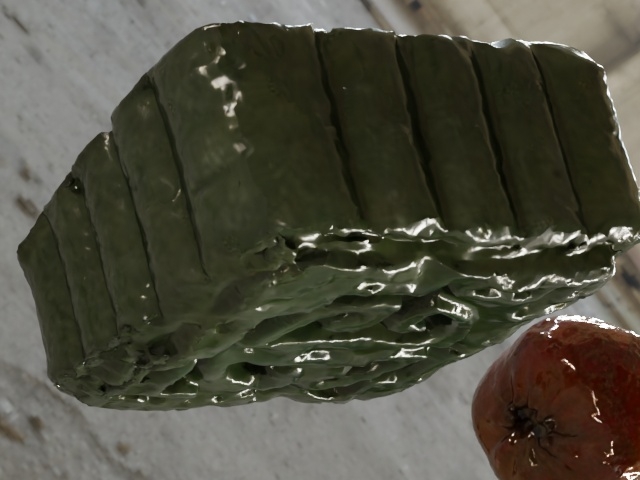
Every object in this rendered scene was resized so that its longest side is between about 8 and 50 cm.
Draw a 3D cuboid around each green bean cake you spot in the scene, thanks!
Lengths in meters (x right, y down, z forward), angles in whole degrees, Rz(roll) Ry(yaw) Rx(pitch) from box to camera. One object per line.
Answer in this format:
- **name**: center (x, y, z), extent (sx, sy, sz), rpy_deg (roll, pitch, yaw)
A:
- **green bean cake**: center (0.000, 0.000, 0.423), extent (0.185, 0.183, 0.094), rpy_deg (2, 67, -35)

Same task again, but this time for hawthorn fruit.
- **hawthorn fruit**: center (0.155, 0.100, 0.675), extent (0.128, 0.128, 0.128), rpy_deg (49, 15, -18)
